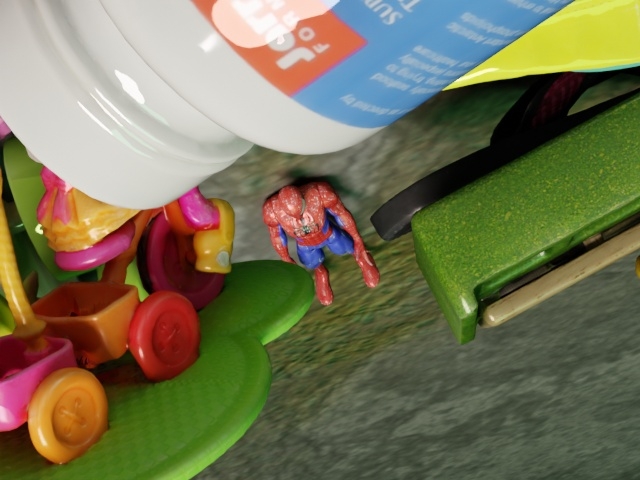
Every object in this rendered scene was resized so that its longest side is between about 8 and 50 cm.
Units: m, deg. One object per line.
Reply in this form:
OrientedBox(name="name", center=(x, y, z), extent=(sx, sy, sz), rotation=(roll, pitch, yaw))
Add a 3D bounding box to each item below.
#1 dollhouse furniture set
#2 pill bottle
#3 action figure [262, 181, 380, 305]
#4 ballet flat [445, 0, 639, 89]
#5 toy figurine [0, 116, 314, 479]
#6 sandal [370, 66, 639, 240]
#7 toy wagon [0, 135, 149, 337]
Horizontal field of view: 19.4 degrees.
OrientedBox(name="dollhouse furniture set", center=(0.153, 0.062, 0.780), extent=(0.151, 0.198, 0.301), rotation=(-30, 170, -1))
OrientedBox(name="pill bottle", center=(0.011, -0.098, 0.490), extent=(0.221, 0.124, 0.124), rotation=(-34, 153, 30))
OrientedBox(name="action figure", center=(0.000, 0.000, 0.826), extent=(0.038, 0.030, 0.115), rotation=(-17, 155, 9))
OrientedBox(name="ballet flat", center=(0.058, -0.092, 0.615), extent=(0.231, 0.077, 0.077), rotation=(-15, 143, -6))
OrientedBox(name="toy figurine", center=(-0.086, -0.018, 0.594), extent=(0.130, 0.159, 0.173), rotation=(3, -151, 41))
OrientedBox(name="sandal", center=(0.095, -0.052, 0.751), extent=(0.179, 0.040, 0.067), rotation=(-23, 170, -19))
OrientedBox(name="toy wagon", center=(-0.192, 0.068, 0.778), extent=(0.267, 0.068, 0.344), rotation=(-20, 157, 3))
